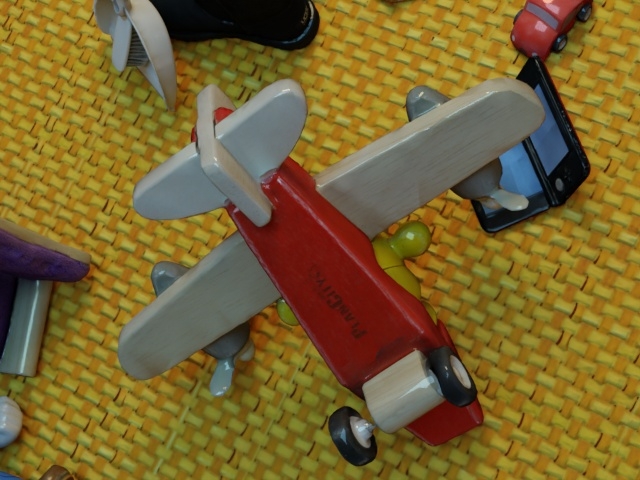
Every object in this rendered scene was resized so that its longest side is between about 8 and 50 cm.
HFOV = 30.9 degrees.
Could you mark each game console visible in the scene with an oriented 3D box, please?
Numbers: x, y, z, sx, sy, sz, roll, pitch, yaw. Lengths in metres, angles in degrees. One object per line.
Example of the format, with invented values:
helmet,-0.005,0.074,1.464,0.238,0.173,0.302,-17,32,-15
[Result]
game console,0.203,-0.100,1.220,0.085,0.124,0.144,-15,71,-16

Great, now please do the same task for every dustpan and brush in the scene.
dustpan and brush,-0.215,-0.247,1.304,0.060,0.211,0.147,-29,67,-30

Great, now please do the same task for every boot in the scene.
boot,-0.134,-0.295,1.294,0.246,0.207,0.094,14,81,19

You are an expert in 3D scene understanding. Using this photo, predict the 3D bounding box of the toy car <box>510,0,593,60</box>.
toy car,0.295,-0.335,1.266,0.239,0.053,0.225,-20,72,10

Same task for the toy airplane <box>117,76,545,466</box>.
toy airplane,0.000,0.000,1.152,0.385,0.272,0.385,10,111,4

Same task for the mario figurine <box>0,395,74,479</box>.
mario figurine,-0.440,0.249,1.258,0.320,0.198,0.170,15,95,14

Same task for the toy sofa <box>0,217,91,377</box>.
toy sofa,-0.406,0.045,1.205,0.177,0.362,0.150,4,77,22
